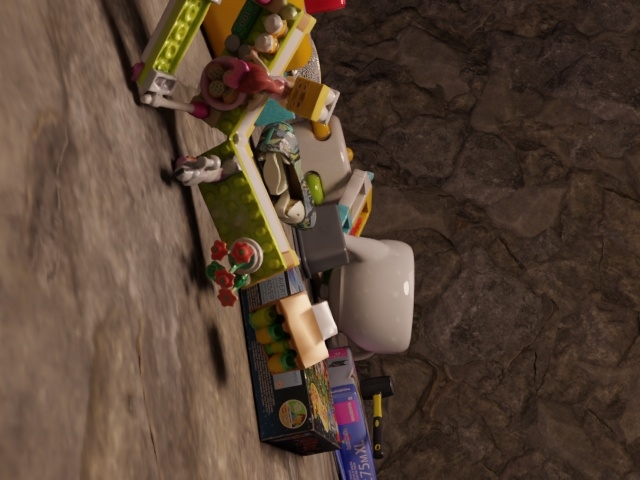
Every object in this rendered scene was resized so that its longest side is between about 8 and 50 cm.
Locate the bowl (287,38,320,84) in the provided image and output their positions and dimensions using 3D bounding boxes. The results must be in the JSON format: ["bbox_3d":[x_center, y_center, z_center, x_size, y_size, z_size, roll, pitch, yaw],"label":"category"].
[{"bbox_3d":[-0.066,-0.385,1.506,0.170,0.080,0.170,-3,90,-69],"label":"bowl"}]

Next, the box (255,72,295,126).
[{"bbox_3d":[-0.089,-0.265,0.878,0.244,0.060,0.100,73,5,-63],"label":"box"}]

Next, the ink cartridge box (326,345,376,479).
[{"bbox_3d":[0.053,0.328,1.224,0.311,0.065,0.185,-75,153,-81],"label":"ink cartridge box"}]

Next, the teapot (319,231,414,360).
[{"bbox_3d":[0.091,0.117,1.379,0.252,0.187,0.256,76,16,-78],"label":"teapot"}]

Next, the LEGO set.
[{"bbox_3d":[-0.046,-0.055,0.402,0.107,0.132,0.287,-13,115,-71],"label":"LEGO set"}]

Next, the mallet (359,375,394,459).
[{"bbox_3d":[0.107,0.300,1.149,0.189,0.062,0.039,-98,171,-64],"label":"mallet"}]

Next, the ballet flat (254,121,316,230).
[{"bbox_3d":[-0.052,-0.071,0.916,0.070,0.070,0.188,-99,174,-50],"label":"ballet flat"}]

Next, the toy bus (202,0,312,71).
[{"bbox_3d":[-0.087,-0.308,0.602,0.332,0.108,0.130,74,6,-61],"label":"toy bus"}]

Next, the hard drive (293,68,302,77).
[{"bbox_3d":[-0.100,-0.536,1.633,0.237,0.064,0.338,-105,-175,-63],"label":"hard drive"}]

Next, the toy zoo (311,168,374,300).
[{"bbox_3d":[0.056,-0.027,1.475,0.192,0.030,0.293,74,40,-66],"label":"toy zoo"}]

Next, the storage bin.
[{"bbox_3d":[0.000,0.000,1.243,0.098,0.091,0.135,74,5,-59],"label":"storage bin"}]

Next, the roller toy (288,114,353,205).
[{"bbox_3d":[0.001,-0.184,1.513,0.191,0.146,0.209,-16,94,-88],"label":"roller toy"}]

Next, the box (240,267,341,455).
[{"bbox_3d":[-0.025,0.117,0.644,0.233,0.044,0.159,71,7,-68],"label":"box"}]

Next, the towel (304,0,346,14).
[{"bbox_3d":[-0.070,-0.550,1.234,0.031,0.199,0.274,-67,149,-53],"label":"towel"}]
